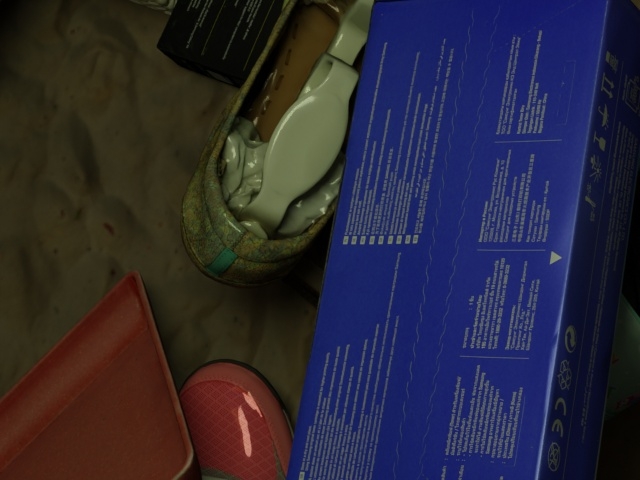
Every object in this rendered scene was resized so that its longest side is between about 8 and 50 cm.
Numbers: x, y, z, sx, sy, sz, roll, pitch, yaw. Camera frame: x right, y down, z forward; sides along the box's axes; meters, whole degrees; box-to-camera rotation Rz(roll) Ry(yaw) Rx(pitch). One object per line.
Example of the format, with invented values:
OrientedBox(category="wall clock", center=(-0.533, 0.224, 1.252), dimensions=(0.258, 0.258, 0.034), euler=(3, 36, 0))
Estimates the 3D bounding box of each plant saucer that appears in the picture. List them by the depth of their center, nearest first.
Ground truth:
OrientedBox(category="plant saucer", center=(-0.182, 0.176, 1.366), dimensions=(0.259, 0.048, 0.258), euler=(-43, 29, 10))

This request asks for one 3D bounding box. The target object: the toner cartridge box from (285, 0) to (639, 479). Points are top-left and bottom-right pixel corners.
OrientedBox(category="toner cartridge box", center=(0.088, 0.022, 1.159), dimensions=(0.165, 0.075, 0.348), euler=(-1, 70, 34))

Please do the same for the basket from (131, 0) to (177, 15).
OrientedBox(category="basket", center=(-0.129, -0.263, 1.499), dimensions=(0.113, 0.103, 0.167), euler=(23, 84, 26))

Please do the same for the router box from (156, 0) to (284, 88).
OrientedBox(category="router box", center=(-0.025, -0.196, 1.470), dimensions=(0.133, 0.046, 0.179), euler=(22, 85, 25))

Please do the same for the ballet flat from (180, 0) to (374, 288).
OrientedBox(category="ballet flat", center=(0.015, -0.126, 1.346), dimensions=(0.123, 0.123, 0.348), euler=(22, 76, 25))

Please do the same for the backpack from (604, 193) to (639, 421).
OrientedBox(category="backpack", center=(0.152, 0.026, 1.272), dimensions=(0.144, 0.166, 0.188), euler=(-39, 61, 11))

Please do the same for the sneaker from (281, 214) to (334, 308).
OrientedBox(category="sneaker", center=(0.000, 0.000, 1.408), dimensions=(0.071, 0.066, 0.188), euler=(-44, 69, -12))

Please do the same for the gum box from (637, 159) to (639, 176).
OrientedBox(category="gum box", center=(0.295, -0.069, 1.271), dimensions=(0.184, 0.041, 0.157), euler=(40, 92, 1))

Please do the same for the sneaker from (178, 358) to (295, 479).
OrientedBox(category="sneaker", center=(-0.085, 0.229, 1.329), dimensions=(0.116, 0.136, 0.314), euler=(3, 77, 22))
